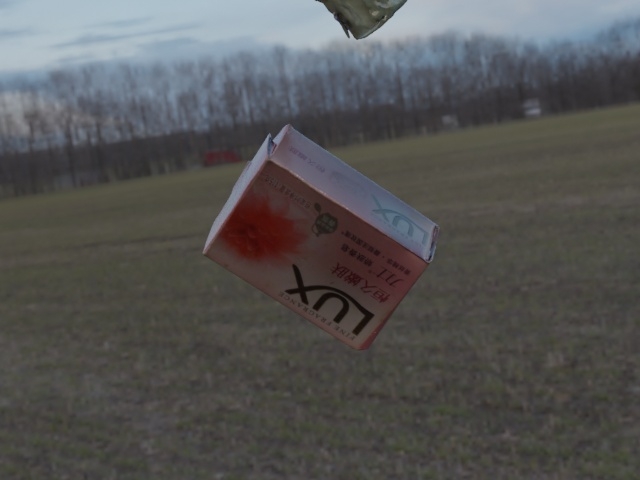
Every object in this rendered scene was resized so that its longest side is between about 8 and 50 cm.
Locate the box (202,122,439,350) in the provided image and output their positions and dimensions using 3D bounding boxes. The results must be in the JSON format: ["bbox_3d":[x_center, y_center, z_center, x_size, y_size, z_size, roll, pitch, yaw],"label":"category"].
[{"bbox_3d":[0.000,0.000,0.859,0.111,0.156,0.060,-54,6,34],"label":"box"}]

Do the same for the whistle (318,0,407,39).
[{"bbox_3d":[-0.068,-0.291,0.839,0.142,0.346,0.133,-30,21,40],"label":"whistle"}]
